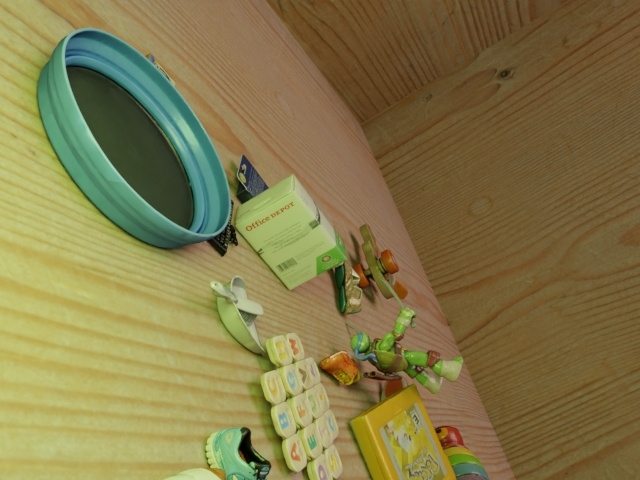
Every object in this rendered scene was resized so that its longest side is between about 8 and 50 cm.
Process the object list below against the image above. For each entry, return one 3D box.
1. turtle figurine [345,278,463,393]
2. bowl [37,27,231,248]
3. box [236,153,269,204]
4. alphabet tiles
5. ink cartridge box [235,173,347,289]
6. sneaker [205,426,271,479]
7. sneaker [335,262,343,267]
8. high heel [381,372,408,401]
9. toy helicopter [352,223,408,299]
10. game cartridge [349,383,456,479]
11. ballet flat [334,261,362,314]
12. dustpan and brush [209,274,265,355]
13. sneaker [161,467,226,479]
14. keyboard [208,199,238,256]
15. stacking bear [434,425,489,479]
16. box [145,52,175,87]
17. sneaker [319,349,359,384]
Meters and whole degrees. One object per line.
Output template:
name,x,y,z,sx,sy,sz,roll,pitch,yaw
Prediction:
turtle figurine,0.213,0.253,1.421,0.266,0.198,0.275,28,17,-5
bowl,-0.299,-0.163,0.945,0.391,0.077,0.391,54,17,-25
box,-0.144,-0.095,1.379,0.225,0.036,0.136,55,17,-27
alphabet tiles,-0.027,0.312,1.051,0.284,0.021,0.278,70,15,12
ink cartridge box,-0.065,-0.017,1.269,0.219,0.160,0.093,53,17,-29
sneaker,-0.097,0.329,0.755,0.162,0.073,0.063,65,16,13
sneaker,0.000,0.000,1.636,0.191,0.071,0.083,57,22,11
high heel,0.225,0.472,1.500,0.117,0.082,0.244,55,17,-28
toy helicopter,0.207,0.072,2.018,0.235,0.140,0.355,52,16,-36
game cartridge,0.217,0.527,1.314,0.285,0.052,0.324,-6,67,-57
ballet flat,0.084,0.133,1.634,0.067,0.073,0.206,9,46,-14
dustpan and brush,-0.148,0.112,0.980,0.211,0.060,0.147,35,31,-58
sneaker,-0.086,0.392,0.626,0.123,0.105,0.290,16,47,-65
keyboard,-0.200,-0.041,1.146,0.108,0.023,0.180,52,19,-31
stacking bear,0.377,0.642,1.574,0.164,0.175,0.289,57,9,-26
box,-0.341,-0.325,1.172,0.081,0.028,0.136,48,19,-41
sneaker,0.052,0.295,1.290,0.175,0.064,0.067,34,28,-58
